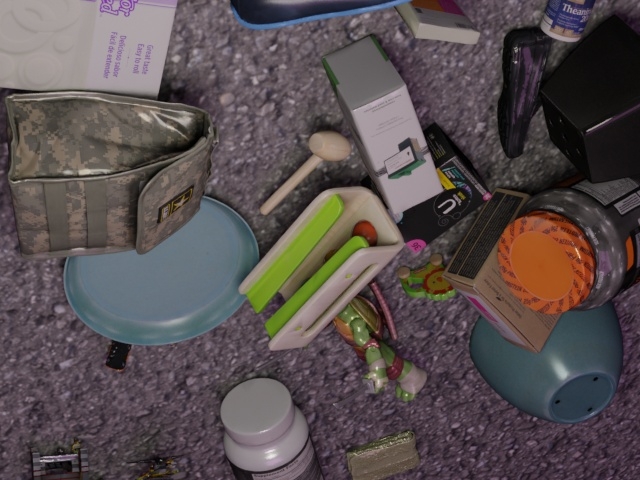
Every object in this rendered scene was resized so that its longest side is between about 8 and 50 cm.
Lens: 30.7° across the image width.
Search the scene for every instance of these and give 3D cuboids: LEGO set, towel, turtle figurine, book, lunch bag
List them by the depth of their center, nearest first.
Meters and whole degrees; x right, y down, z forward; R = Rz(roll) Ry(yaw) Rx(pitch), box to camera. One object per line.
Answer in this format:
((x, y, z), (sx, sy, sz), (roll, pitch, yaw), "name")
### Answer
((-0.291, -0.090, 1.652), (0.287, 0.168, 0.235), (-4, 155, -13), "lunch bag")
((0.160, -0.331, 1.671), (0.096, 0.144, 0.035), (4, 126, -21), "book")
((0.046, 0.214, 2.041), (0.198, 0.274, 0.266), (-10, 145, 36), "turtle figurine")
((-0.409, 0.466, 2.135), (0.331, 0.192, 0.255), (-5, 158, -11), "LEGO set")
((0.128, 0.443, 2.356), (0.148, 0.027, 0.110), (-18, 132, -4), "towel")

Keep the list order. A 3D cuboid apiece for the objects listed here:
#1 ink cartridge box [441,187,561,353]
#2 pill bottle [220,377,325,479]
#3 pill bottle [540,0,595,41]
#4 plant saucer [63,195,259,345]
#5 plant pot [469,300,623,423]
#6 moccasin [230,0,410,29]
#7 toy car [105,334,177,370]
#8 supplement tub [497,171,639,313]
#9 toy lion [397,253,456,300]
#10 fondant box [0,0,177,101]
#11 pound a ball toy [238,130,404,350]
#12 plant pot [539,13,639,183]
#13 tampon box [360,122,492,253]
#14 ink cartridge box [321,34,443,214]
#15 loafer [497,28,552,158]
((0.343, 0.053, 2.024), (0.235, 0.088, 0.193), (43, 75, -38), "ink cartridge box")
((-0.089, 0.394, 2.157), (0.162, 0.162, 0.278), (-18, 130, -4), "pill bottle")
((0.383, -0.368, 1.767), (0.067, 0.067, 0.120), (2, 127, -20), "pill bottle")
((-0.258, 0.040, 1.896), (0.318, 0.043, 0.317), (-10, 130, -12), "plant saucer")
((0.450, 0.228, 2.181), (0.290, 0.195, 0.290), (-10, 130, -12), "plant pot")
((0.040, -0.381, 1.599), (0.342, 0.137, 0.116), (-17, 126, -6), "moccasin")
((-0.307, 0.197, 1.998), (0.122, 0.060, 0.040), (0, 159, -10), "toy car")
((0.453, -0.012, 1.901), (0.338, 0.207, 0.207), (-24, 139, -40), "supplement tub")
((0.194, 0.072, 2.036), (0.100, 0.096, 0.034), (-21, 131, -1), "toy lion")
((-0.361, -0.321, 1.538), (0.330, 0.096, 0.238), (3, 127, -22), "fondant box")
((0.000, 0.000, 1.850), (0.136, 0.208, 0.319), (-5, 146, -45), "pound a ball toy")
((0.450, -0.203, 1.816), (0.167, 0.188, 0.187), (-29, 139, -3), "plant pot")
((0.171, -0.084, 1.900), (0.161, 0.101, 0.120), (-38, 129, 13), "tampon box")
((0.095, -0.173, 1.766), (0.093, 0.160, 0.219), (-26, 132, 1), "ink cartridge box")
((0.327, -0.230, 1.852), (0.078, 0.076, 0.223), (-4, 125, -6), "loafer")
